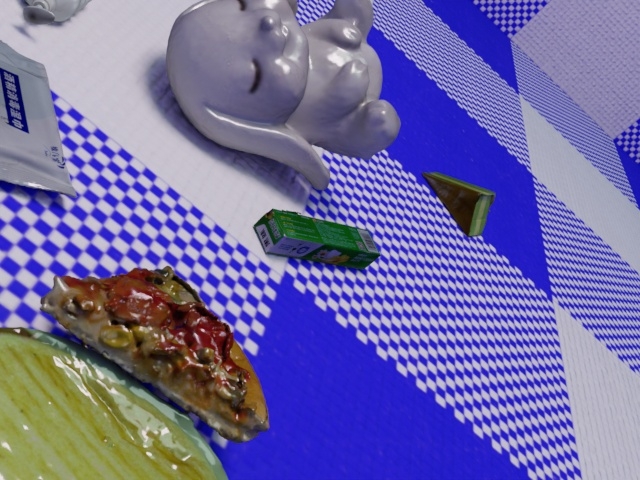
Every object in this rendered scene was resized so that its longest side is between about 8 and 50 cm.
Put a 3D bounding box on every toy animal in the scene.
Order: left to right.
[{"bbox_3d":[-0.061,-0.197,1.042,0.264,0.206,0.272,-2,73,-40],"label":"toy animal"}]

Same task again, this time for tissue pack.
[{"bbox_3d":[-0.289,-0.122,0.771,0.122,0.026,0.193,18,40,-44],"label":"tissue pack"}]

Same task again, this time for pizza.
[{"bbox_3d":[-0.119,0.068,0.664,0.201,0.053,0.193,48,13,34],"label":"pizza"}]

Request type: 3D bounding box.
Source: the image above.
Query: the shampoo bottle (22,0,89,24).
[{"bbox_3d":[-0.294,-0.273,0.942,0.077,0.045,0.152,37,30,-20],"label":"shampoo bottle"}]

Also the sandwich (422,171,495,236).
[{"bbox_3d":[0.221,-0.063,1.440,0.116,0.074,0.074,24,16,30],"label":"sandwich"}]

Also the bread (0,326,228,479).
[{"bbox_3d":[-0.167,0.184,0.524,0.301,0.045,0.301,32,31,-22],"label":"bread"}]

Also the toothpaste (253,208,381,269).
[{"bbox_3d":[0.000,0.000,1.011,0.178,0.037,0.043,11,48,-49],"label":"toothpaste"}]
